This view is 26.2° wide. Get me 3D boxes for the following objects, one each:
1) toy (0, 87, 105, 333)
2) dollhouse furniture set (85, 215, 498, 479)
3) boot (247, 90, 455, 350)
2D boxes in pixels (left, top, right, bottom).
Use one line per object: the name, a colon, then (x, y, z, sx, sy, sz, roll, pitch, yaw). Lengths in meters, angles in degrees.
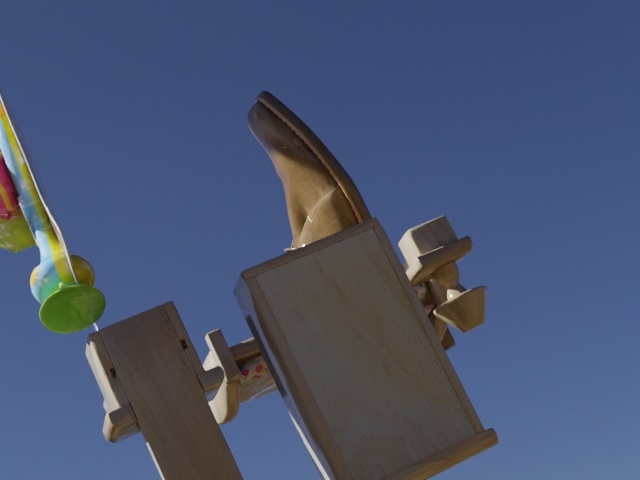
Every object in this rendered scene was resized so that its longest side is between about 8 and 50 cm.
toy: (-0.211, -0.025, 0.943, 0.056, 0.237, 0.137, -24, -42, -13)
dollhouse furniture set: (-0.019, 0.141, 1.045, 0.303, 0.174, 0.355, -21, -14, -18)
boot: (0.000, 0.000, 1.308, 0.115, 0.305, 0.112, -32, -5, 0)
